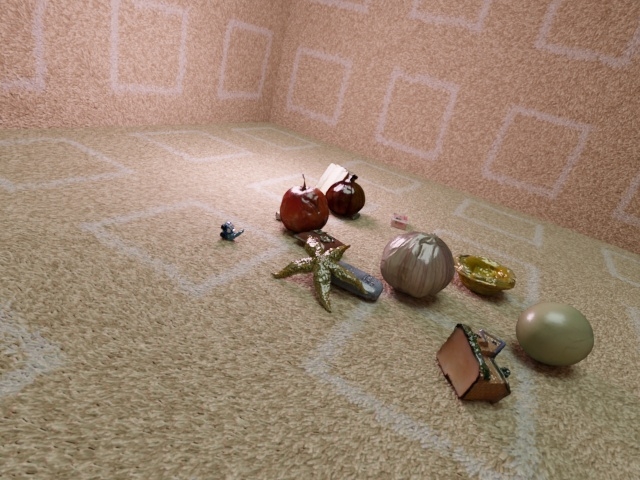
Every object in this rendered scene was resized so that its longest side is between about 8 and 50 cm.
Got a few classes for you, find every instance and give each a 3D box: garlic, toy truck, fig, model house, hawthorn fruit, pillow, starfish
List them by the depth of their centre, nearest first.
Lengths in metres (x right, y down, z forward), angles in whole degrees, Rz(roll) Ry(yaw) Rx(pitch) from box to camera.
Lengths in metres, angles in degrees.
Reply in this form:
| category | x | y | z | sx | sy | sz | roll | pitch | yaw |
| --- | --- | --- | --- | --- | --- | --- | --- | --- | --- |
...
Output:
| category | x | y | z | sx | sy | sz | roll | pitch | yaw |
| --- | --- | --- | --- | --- | --- | --- | --- | --- | --- |
| model house | 0.473 | 0.365 | 1.197 | 0.172 | 0.166 | 0.183 | 12 | 36 | -15 |
| starfish | 0.027 | 0.093 | 1.516 | 0.357 | 0.078 | 0.347 | 19 | 41 | 19 |
| garlic | 0.390 | 0.083 | 1.630 | 0.317 | 0.259 | 0.317 | 12 | 29 | -7 |
| toy truck | -0.362 | -0.036 | 1.674 | 0.090 | 0.073 | 0.056 | 16 | 24 | 5 |
| pillow | 0.000 | 0.000 | 1.801 | 0.179 | 0.075 | 0.171 | 30 | 27 | 34 |
| hawthorn fruit | -0.075 | -0.175 | 1.893 | 0.241 | 0.272 | 0.242 | -1 | 15 | 0 |
| fig | 0.135 | -0.243 | 2.262 | 0.234 | 0.214 | 0.235 | -3 | 43 | 3 |

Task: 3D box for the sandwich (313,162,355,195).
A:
| category | x | y | z | sx | sy | sz | roll | pitch | yaw |
| --- | --- | --- | --- | --- | --- | --- | --- | --- | --- |
| sandwich | 0.084 | -0.356 | 2.468 | 0.155 | 0.198 | 0.227 | 32 | 29 | 32 |

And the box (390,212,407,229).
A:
| category | x | y | z | sx | sy | sz | roll | pitch | yaw |
| --- | --- | --- | --- | --- | --- | --- | --- | --- | --- |
| box | 0.452 | -0.111 | 2.339 | 0.089 | 0.043 | 0.125 | 17 | 24 | 6 |

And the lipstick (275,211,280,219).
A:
| category | x | y | z | sx | sy | sz | roll | pitch | yaw |
| --- | --- | --- | --- | --- | --- | --- | --- | --- | --- |
| lipstick | -0.153 | -0.123 | 2.022 | 0.141 | 0.040 | 0.040 | -1 | 29 | -31 |

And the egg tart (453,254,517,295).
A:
| category | x | y | z | sx | sy | sz | roll | pitch | yaw |
| --- | --- | --- | --- | --- | --- | --- | --- | --- | --- |
| egg tart | 0.720 | 0.158 | 1.827 | 0.288 | 0.118 | 0.288 | 12 | 26 | -6 |

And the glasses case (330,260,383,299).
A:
| category | x | y | z | sx | sy | sz | roll | pitch | yaw |
| --- | --- | --- | --- | --- | --- | --- | --- | --- | --- |
| glasses case | 0.107 | 0.142 | 1.564 | 0.282 | 0.067 | 0.109 | 26 | 33 | 21 |

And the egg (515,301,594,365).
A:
| category | x | y | z | sx | sy | sz | roll | pitch | yaw |
| --- | --- | --- | --- | --- | --- | --- | --- | --- | --- |
| egg | 0.805 | 0.319 | 1.403 | 0.269 | 0.219 | 0.219 | 3 | 27 | -28 |

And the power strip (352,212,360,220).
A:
| category | x | y | z | sx | sy | sz | roll | pitch | yaw |
| --- | --- | --- | --- | --- | --- | --- | --- | --- | --- |
| power strip | 0.197 | -0.132 | 2.257 | 0.017 | 0.027 | 0.083 | 24 | 26 | 23 |
